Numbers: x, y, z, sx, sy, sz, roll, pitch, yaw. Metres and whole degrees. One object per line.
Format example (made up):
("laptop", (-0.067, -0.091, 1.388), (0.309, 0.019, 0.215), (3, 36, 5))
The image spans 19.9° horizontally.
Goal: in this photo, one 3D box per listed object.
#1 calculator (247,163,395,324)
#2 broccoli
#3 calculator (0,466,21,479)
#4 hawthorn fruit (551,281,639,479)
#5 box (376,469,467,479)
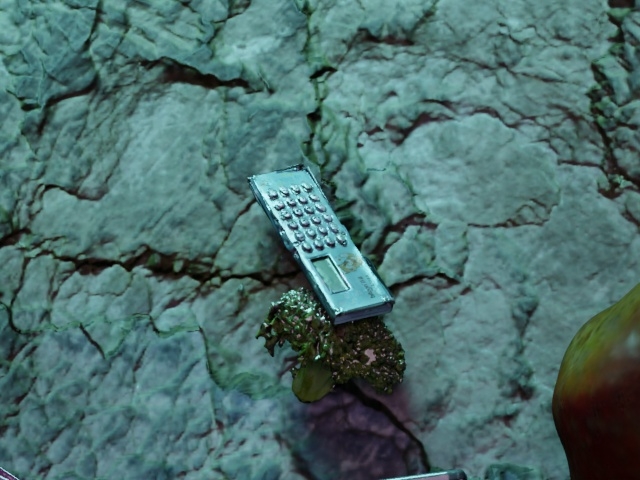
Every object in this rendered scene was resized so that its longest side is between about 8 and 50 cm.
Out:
("calculator", (0.000, 0.000, 1.417), (0.057, 0.018, 0.172), (-13, 46, -20))
("broccoli", (0.010, 0.084, 1.404), (0.095, 0.097, 0.092), (52, 126, 40))
("calculator", (-0.259, 0.236, 1.391), (0.190, 0.034, 0.126), (27, 76, 21))
("hawthorn fruit", (0.261, 0.118, 1.260), (0.208, 0.248, 0.208), (-2, 76, 8))
("box", (0.062, 0.201, 1.349), (0.099, 0.074, 0.054), (-8, 83, 4))
